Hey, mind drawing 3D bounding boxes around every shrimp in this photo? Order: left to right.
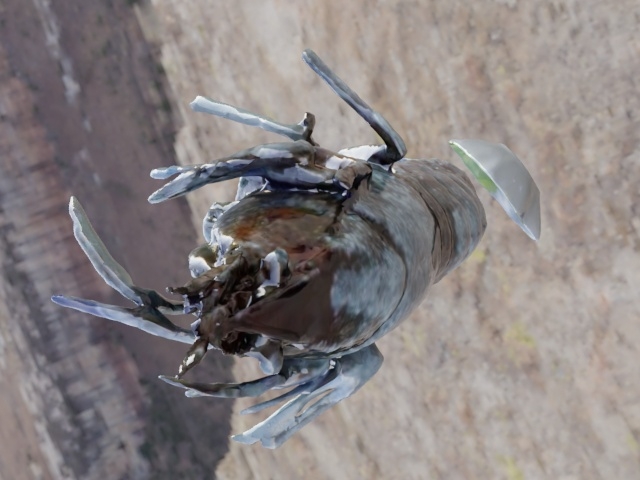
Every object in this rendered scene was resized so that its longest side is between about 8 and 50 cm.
[{"bbox_3d":[0.002,0.001,0.691,0.166,0.410,0.221,5,101,34],"label":"shrimp"}]

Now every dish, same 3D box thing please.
[{"bbox_3d":[0.180,-0.056,1.135,0.137,0.039,0.091,46,-177,-34],"label":"dish"}]
